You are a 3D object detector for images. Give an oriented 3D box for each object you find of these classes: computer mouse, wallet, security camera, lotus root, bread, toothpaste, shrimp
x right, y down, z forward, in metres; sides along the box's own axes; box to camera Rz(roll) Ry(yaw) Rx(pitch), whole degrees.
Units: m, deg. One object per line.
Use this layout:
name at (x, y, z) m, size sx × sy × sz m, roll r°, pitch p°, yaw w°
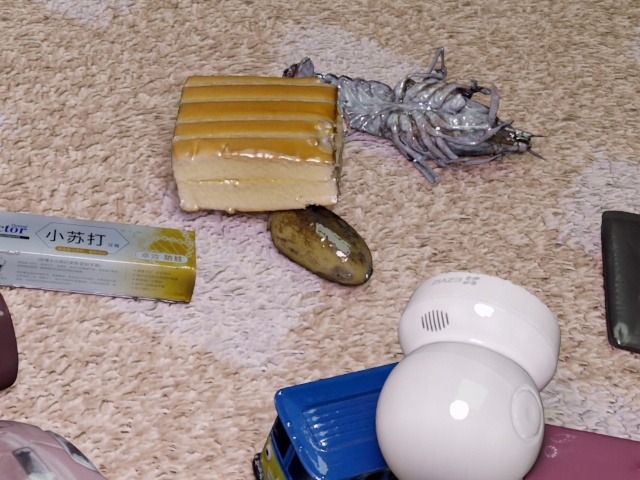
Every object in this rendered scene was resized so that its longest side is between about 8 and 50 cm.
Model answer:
computer mouse at (-0.296, 0.335, 1.707) m, size 0.199 × 0.115 × 0.389 m, roll -25°, pitch 57°, yaw -30°
wallet at (0.491, 0.071, 2.248) m, size 0.168 × 0.052 × 0.245 m, roll 13°, pitch 51°, yaw -11°
security camera at (0.157, 0.177, 1.700) m, size 0.194 × 0.194 × 0.236 m, roll 19°, pitch 54°, yaw 2°
lotus root at (0.000, 0.000, 2.141) m, size 0.179 × 0.080 × 0.089 m, roll 31°, pitch 49°, yaw 18°
bread at (-0.081, -0.138, 2.179) m, size 0.246 × 0.111 × 0.239 m, roll -1°, pitch 35°, yaw 2°
toothpaste at (-0.323, 0.021, 2.035) m, size 0.312 × 0.071 × 0.089 m, roll 6°, pitch 42°, yaw -11°
shrimp at (0.145, -0.198, 2.338) m, size 0.410 × 0.166 × 0.221 m, roll 11°, pitch 77°, yaw 12°

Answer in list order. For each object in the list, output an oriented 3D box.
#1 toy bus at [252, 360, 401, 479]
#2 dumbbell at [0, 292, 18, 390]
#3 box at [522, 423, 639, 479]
toy bus at (0.077, 0.249, 1.856) m, size 0.287 × 0.175 × 0.138 m, roll -10°, pitch 52°, yaw -26°
dumbbell at (-0.482, 0.134, 1.825) m, size 0.225 × 0.140 × 0.124 m, roll -12°, pitch 14°, yaw -27°
box at (0.300, 0.354, 1.754) m, size 0.167 × 0.294 × 0.193 m, roll 14°, pitch 43°, yaw 13°
